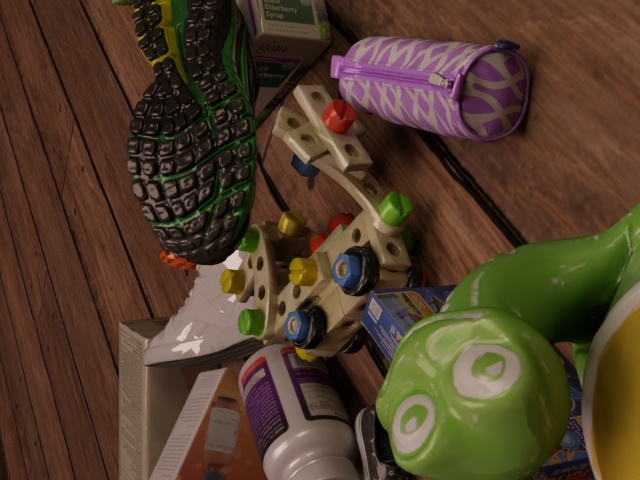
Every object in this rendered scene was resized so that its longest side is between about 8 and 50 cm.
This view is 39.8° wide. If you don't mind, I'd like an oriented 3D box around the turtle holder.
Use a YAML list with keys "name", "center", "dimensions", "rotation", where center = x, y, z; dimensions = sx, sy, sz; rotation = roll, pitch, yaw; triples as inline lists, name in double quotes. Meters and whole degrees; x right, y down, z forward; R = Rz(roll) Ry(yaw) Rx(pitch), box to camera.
- name: "turtle holder"
  center: [0.214, 0.067, 0.353]
  dimensions: [0.243, 0.320, 0.227]
  rotation: [-47, 14, 32]

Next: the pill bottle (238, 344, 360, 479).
- name: "pill bottle"
  center: [-0.020, 0.213, 0.986]
  dimensions: [0.193, 0.108, 0.108]
  rotation: [-115, 36, -49]

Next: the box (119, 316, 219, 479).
- name: "box"
  center: [-0.241, 0.286, 1.391]
  dimensions: [0.148, 0.121, 0.311]
  rotation: [15, 105, 59]

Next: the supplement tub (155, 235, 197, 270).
- name: "supplement tub"
  center: [-0.174, -0.061, 1.252]
  dimensions: [0.117, 0.117, 0.190]
  rotation: [39, 125, 53]

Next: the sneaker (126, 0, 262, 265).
- name: "sneaker"
  center: [-0.109, -0.135, 0.928]
  dimensions: [0.134, 0.146, 0.343]
  rotation: [-10, 68, 19]

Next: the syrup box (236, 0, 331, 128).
- name: "syrup box"
  center: [-0.086, -0.232, 1.106]
  dimensions: [0.237, 0.093, 0.096]
  rotation: [-35, 61, 56]

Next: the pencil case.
- name: "pencil case"
  center: [0.096, -0.140, 0.798]
  dimensions: [0.206, 0.088, 0.086]
  rotation: [24, 114, 59]

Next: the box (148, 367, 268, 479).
- name: "box"
  center: [-0.116, 0.264, 1.092]
  dimensions: [0.091, 0.130, 0.170]
  rotation: [-22, 40, 59]

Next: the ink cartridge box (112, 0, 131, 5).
- name: "ink cartridge box"
  center: [-0.188, -0.450, 1.242]
  dimensions: [0.353, 0.119, 0.207]
  rotation: [13, 102, 60]

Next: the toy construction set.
- name: "toy construction set"
  center: [0.000, 0.000, 0.935]
  dimensions: [0.327, 0.151, 0.215]
  rotation: [114, 148, -49]

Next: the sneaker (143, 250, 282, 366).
- name: "sneaker"
  center: [-0.146, 0.078, 1.213]
  dimensions: [0.293, 0.108, 0.169]
  rotation: [-22, 70, 41]

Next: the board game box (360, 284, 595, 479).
- name: "board game box"
  center: [0.137, 0.109, 0.696]
  dimensions: [0.201, 0.136, 0.035]
  rotation: [55, 136, 45]

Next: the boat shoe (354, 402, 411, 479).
- name: "boat shoe"
  center: [0.070, 0.236, 0.914]
  dimensions: [0.040, 0.049, 0.142]
  rotation: [-52, 47, 49]
